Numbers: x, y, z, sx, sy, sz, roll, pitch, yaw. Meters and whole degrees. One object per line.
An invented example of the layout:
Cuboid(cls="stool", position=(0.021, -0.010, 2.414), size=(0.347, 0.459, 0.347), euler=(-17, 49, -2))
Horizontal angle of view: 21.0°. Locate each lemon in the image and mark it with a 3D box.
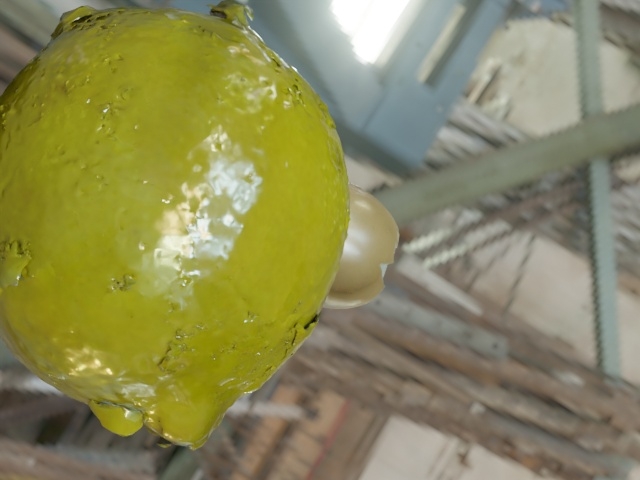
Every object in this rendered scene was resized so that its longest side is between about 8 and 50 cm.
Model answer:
Cuboid(cls="lemon", position=(-0.072, -0.009, 0.779), size=(0.173, 0.174, 0.206), euler=(146, -55, -63))

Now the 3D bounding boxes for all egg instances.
Cuboid(cls="egg", position=(0.000, 0.000, 1.070), size=(0.080, 0.096, 0.080), euler=(-42, -140, 49))
